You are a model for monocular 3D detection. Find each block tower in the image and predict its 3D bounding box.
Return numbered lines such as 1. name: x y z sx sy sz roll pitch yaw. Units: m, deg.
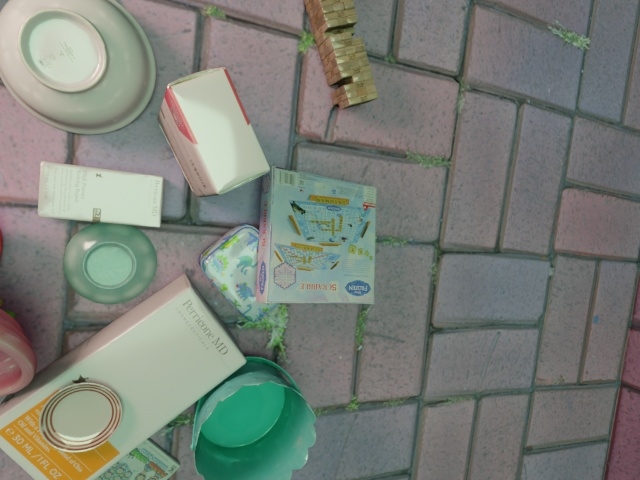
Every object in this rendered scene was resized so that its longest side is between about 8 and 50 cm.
1. block tower: 0.046 -0.511 1.024 0.097 0.091 0.336 -21 103 -19

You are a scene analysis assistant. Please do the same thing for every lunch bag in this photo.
1. lunch bag: -0.176 0.077 1.006 0.176 0.090 0.219 -42 109 -11

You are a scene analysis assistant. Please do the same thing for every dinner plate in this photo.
1. dinner plate: -0.464 0.343 0.788 0.141 0.017 0.141 -3 98 -21

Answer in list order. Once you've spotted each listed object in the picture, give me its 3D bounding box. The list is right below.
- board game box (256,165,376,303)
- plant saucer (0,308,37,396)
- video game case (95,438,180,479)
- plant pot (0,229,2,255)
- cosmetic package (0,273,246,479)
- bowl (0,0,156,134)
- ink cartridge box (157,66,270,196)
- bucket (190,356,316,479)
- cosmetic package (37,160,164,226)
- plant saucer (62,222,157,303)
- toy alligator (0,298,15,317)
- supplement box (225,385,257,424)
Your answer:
1. board game box: 0.000 0.000 1.022 0.318 0.066 0.318 7 82 -32
2. plant saucer: -0.676 0.178 0.702 0.332 0.084 0.332 -3 139 -3
3. video game case: -0.454 0.562 0.992 0.143 0.019 0.157 -43 110 -12
4. plant pot: -0.720 0.026 0.731 0.174 0.191 0.191 8 93 -19
5. cosmetic package: -0.424 0.306 0.898 0.453 0.161 0.230 -37 108 -15
6. bowl: -0.484 -0.359 0.787 0.297 0.134 0.298 -5 105 -18
7. ink cartridge box: -0.235 -0.207 0.846 0.117 0.283 0.207 -29 106 -20
8. bucket: -0.168 0.427 0.961 0.281 0.183 0.281 -3 97 -24
9. cosmetic package: -0.464 -0.097 0.875 0.231 0.085 0.117 4 95 -21
10. plant saucer: -0.474 0.054 0.914 0.194 0.037 0.195 -3 97 -22
11. toy alligator: -0.727 0.133 0.819 0.189 0.056 0.051 24 129 -20
12. supplement box: -0.213 0.422 1.061 0.062 0.036 0.098 -22 104 -19
